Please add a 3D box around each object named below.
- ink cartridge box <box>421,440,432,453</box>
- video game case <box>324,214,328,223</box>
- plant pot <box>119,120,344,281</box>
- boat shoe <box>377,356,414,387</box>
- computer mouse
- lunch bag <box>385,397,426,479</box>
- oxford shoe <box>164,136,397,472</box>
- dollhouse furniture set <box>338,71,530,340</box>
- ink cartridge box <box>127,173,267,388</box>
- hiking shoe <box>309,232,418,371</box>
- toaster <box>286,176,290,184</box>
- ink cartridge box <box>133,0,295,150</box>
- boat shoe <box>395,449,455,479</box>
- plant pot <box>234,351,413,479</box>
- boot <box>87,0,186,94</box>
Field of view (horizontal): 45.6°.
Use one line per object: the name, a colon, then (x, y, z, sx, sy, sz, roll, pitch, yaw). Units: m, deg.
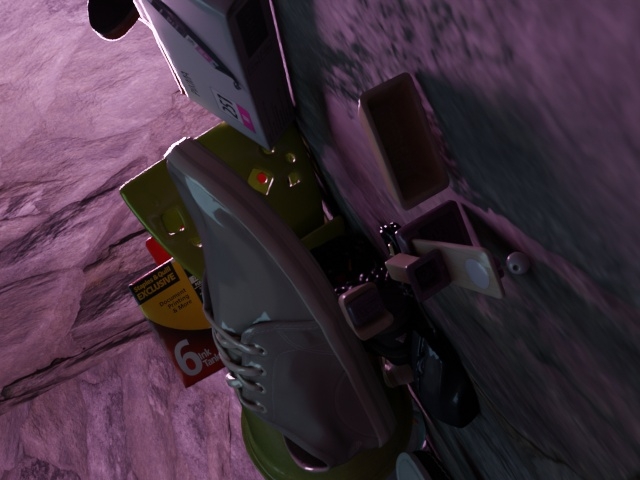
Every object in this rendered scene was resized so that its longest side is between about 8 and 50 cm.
ink cartridge box: (0.163, 0.450, 1.539, 0.197, 0.114, 0.272, 57, 172, 52)
video game case: (0.020, 0.002, 1.146, 0.122, 0.011, 0.087, 60, 176, 23)
plant pot: (-0.098, -0.029, 0.999, 0.207, 0.227, 0.228, 56, 175, -1)
boat shoe: (0.094, 0.162, 1.007, 0.056, 0.048, 0.153, 63, 176, -6)
computer mouse: (0.087, 0.083, 0.665, 0.242, 0.041, 0.071, 66, 175, -32)
lunch bag: (0.063, 0.319, 1.332, 0.262, 0.160, 0.223, -69, 29, 22)
oxford shoe: (-0.046, 0.095, 0.758, 0.169, 0.130, 0.449, 43, 164, 48)
dollhouse furniture set: (0.045, -0.017, 0.368, 0.081, 0.091, 0.114, 14, 130, 64)
ink cartridge box: (-0.152, 0.053, 1.292, 0.271, 0.310, 0.130, 59, -164, 3)
hiking shoe: (0.041, 0.070, 0.819, 0.227, 0.086, 0.114, -130, 16, -66)
toaster: (-0.164, -0.115, 1.437, 0.110, 0.186, 0.168, 56, 179, -21)
ink cartridge box: (-0.146, -0.226, 0.774, 0.239, 0.060, 0.275, 33, 168, 13)
boat shoe: (0.195, 0.387, 0.928, 0.302, 0.091, 0.114, 63, 156, 20)
plant pot: (-0.012, 0.215, 1.100, 0.276, 0.276, 0.254, 60, 175, 30)
boot: (-0.289, -0.361, 1.320, 0.280, 0.096, 0.264, 74, -164, -54)
